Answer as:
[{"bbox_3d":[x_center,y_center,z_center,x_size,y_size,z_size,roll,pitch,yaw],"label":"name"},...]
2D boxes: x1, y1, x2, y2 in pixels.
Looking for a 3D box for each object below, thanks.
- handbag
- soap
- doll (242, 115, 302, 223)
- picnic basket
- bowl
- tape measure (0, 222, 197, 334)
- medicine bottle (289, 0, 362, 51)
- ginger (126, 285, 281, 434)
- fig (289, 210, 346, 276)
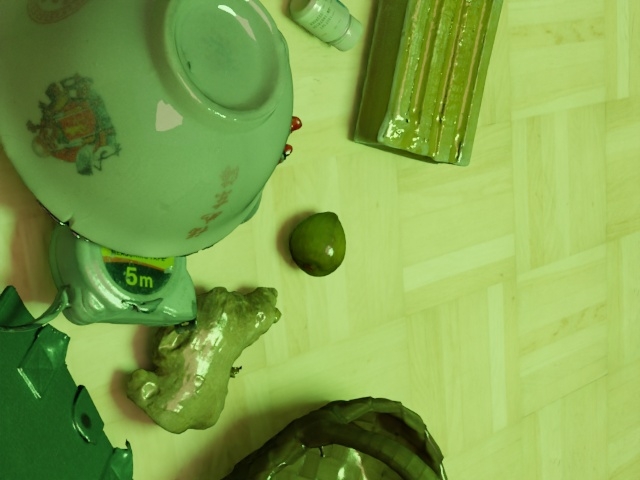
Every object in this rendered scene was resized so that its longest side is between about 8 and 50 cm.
[{"bbox_3d":[-0.272,0.228,0.871,0.238,0.089,0.326,-83,152,-62],"label":"handbag"},{"bbox_3d":[0.148,-0.246,1.214,0.173,0.089,0.274,11,91,-41],"label":"soap"},{"bbox_3d":[-0.088,-0.092,1.063,0.194,0.062,0.104,-51,144,-33],"label":"doll"},{"bbox_3d":[0.060,0.335,1.059,0.337,0.337,0.293,-29,99,-33],"label":"picnic basket"},{"bbox_3d":[-0.133,-0.162,0.892,0.345,0.157,0.345,12,72,-40],"label":"bowl"},{"bbox_3d":[-0.266,0.016,0.890,0.330,0.084,0.164,11,63,-46],"label":"tape measure"},{"bbox_3d":[0.008,-0.273,1.116,0.089,0.052,0.052,29,79,-39],"label":"medicine bottle"},{"bbox_3d":[-0.130,0.121,1.057,0.213,0.074,0.137,-53,135,-15],"label":"ginger"},{"bbox_3d":[0.000,0.000,1.147,0.074,0.074,0.088,43,55,-36],"label":"fig"}]
